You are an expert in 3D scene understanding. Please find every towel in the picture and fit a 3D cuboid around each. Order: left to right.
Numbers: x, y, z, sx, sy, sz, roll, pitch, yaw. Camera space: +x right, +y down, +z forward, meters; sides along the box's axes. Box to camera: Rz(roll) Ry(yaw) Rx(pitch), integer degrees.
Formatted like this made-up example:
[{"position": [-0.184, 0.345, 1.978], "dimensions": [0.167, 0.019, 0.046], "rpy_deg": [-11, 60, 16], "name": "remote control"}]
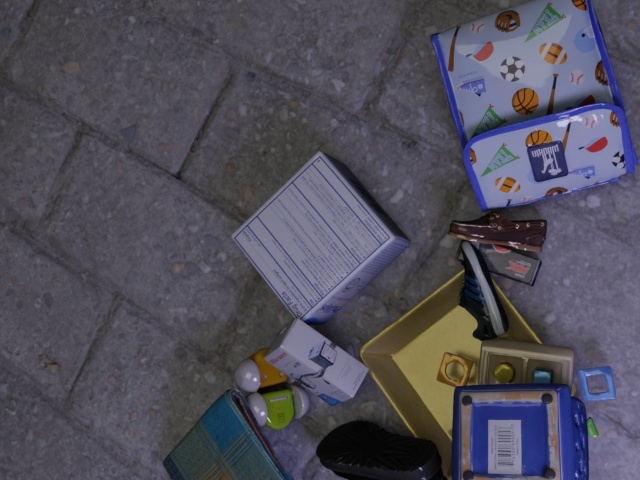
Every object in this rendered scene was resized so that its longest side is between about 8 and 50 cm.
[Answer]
[{"position": [-0.209, 0.521, 1.787], "dimensions": [0.271, 0.040, 0.370], "rpy_deg": [55, 131, 17], "name": "towel"}]

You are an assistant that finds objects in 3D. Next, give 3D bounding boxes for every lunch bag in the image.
[{"position": [0.430, -0.275, 1.620], "dimensions": [0.327, 0.239, 0.385], "rpy_deg": [-14, 95, 18], "name": "lunch bag"}]

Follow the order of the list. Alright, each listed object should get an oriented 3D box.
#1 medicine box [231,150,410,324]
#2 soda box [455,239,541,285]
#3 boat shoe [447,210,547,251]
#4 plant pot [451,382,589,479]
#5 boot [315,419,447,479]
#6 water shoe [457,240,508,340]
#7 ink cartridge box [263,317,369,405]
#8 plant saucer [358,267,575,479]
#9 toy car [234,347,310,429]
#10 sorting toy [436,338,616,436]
[{"position": [0.000, 0.000, 1.788], "dimensions": [0.289, 0.149, 0.263], "rpy_deg": [-43, 72, 12], "name": "medicine box"}, {"position": [0.375, 0.041, 1.693], "dimensions": [0.169, 0.053, 0.060], "rpy_deg": [20, 91, 21], "name": "soda box"}, {"position": [0.367, -0.027, 1.662], "dimensions": [0.207, 0.073, 0.073], "rpy_deg": [7, 105, -11], "name": "boat shoe"}, {"position": [0.346, 0.375, 1.418], "dimensions": [0.236, 0.212, 0.236], "rpy_deg": [-4, 63, 20], "name": "plant pot"}, {"position": [0.153, 0.533, 1.682], "dimensions": [0.348, 0.131, 0.260], "rpy_deg": [1, 122, 53], "name": "boot"}, {"position": [0.308, 0.102, 1.617], "dimensions": [0.080, 0.073, 0.203], "rpy_deg": [-24, 74, 21], "name": "water shoe"}, {"position": [-0.011, 0.263, 1.726], "dimensions": [0.190, 0.139, 0.082], "rpy_deg": [34, 63, -5], "name": "ink cartridge box"}, {"position": [0.302, 0.271, 1.681], "dimensions": [0.333, 0.081, 0.333], "rpy_deg": [-39, 73, 12], "name": "plant saucer"}, {"position": [-0.123, 0.338, 1.814], "dimensions": [0.136, 0.159, 0.182], "rpy_deg": [-28, 73, 52], "name": "toy car"}, {"position": [0.395, 0.298, 1.576], "dimensions": [0.347, 0.047, 0.196], "rpy_deg": [4, 86, 21], "name": "sorting toy"}]
